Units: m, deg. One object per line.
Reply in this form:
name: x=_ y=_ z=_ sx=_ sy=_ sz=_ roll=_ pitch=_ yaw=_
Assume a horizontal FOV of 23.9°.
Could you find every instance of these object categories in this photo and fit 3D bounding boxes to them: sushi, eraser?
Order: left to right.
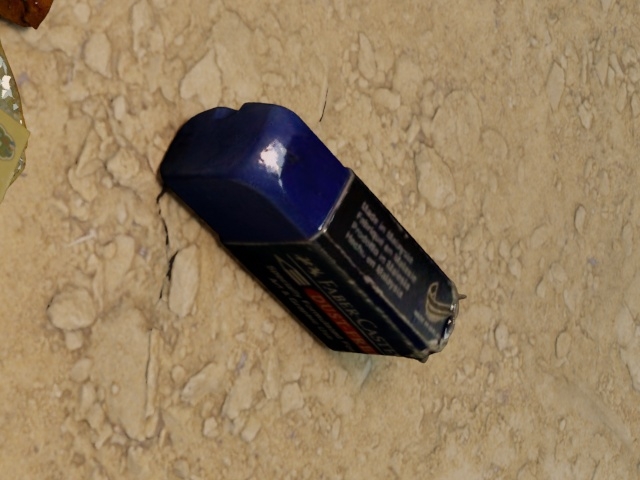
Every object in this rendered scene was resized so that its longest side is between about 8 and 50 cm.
sushi: x=-0.270 y=-0.235 z=1.304 sx=0.120 sy=0.052 sz=0.055 roll=43 pitch=42 yaw=-34
eraser: x=0.000 y=0.000 z=1.511 sx=0.332 sy=0.155 sz=0.102 roll=45 pitch=60 yaw=-36

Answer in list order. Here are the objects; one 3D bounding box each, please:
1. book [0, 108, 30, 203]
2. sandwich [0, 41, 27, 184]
book: x=-0.315 y=-0.044 z=1.146 sx=0.168 sy=0.013 sz=0.192 roll=41 pitch=59 yaw=-43
sandwich: x=-0.362 y=-0.143 z=1.171 sx=0.271 sy=0.099 sz=0.301 roll=-24 pitch=106 yaw=-44
